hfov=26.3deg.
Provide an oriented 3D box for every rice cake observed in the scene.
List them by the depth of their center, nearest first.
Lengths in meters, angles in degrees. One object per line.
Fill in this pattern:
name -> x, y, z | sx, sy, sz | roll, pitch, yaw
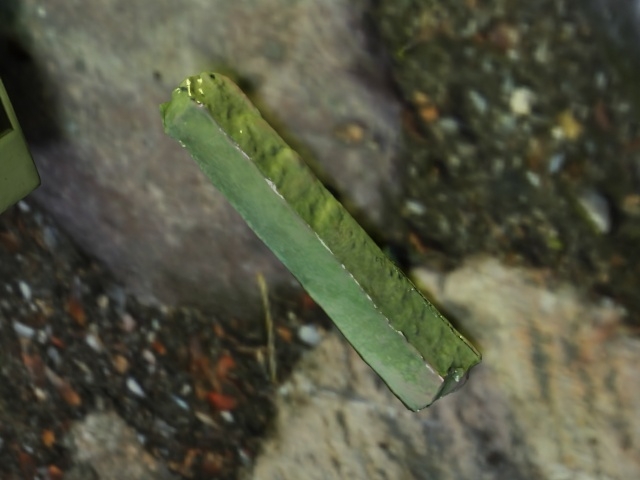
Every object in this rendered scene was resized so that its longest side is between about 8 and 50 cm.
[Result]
rice cake -> 0.000, 0.000, 0.691 | 0.211, 0.034, 0.043 | 49, 138, -8

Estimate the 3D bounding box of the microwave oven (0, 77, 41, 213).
microwave oven -> -0.361, -0.149, 0.652 | 0.333, 0.247, 0.394 | -2, 118, 31
